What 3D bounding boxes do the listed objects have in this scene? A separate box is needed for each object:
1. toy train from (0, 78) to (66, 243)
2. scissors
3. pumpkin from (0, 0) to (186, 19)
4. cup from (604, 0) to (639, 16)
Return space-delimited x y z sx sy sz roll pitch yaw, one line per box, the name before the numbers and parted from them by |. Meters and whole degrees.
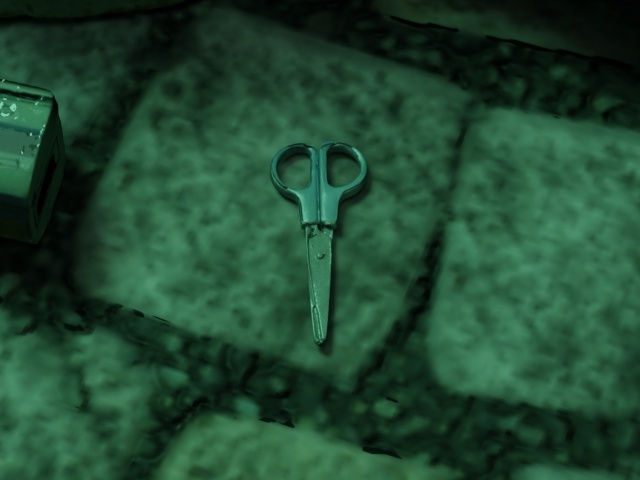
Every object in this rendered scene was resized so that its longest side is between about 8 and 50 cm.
toy train | -0.217 -0.047 0.579 0.252 0.055 0.048 11 70 3
scissors | 0.000 0.000 0.583 0.036 0.006 0.083 -1 60 -2
pumpkin | -0.108 -0.274 0.638 0.332 0.199 0.332 0 57 0
cup | 0.108 -0.163 0.619 0.155 0.131 0.176 18 33 15
